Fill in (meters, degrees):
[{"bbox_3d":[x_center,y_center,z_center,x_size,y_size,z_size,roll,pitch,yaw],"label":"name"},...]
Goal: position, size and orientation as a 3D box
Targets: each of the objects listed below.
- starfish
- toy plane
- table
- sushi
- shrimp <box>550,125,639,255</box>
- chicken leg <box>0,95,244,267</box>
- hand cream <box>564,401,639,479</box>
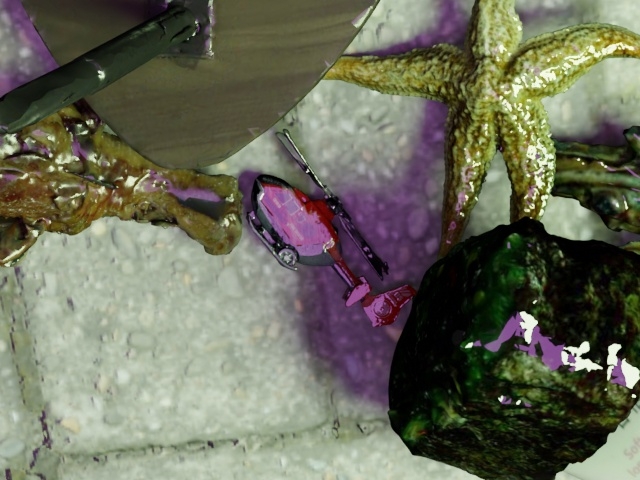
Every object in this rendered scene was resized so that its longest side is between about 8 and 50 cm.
[{"bbox_3d":[0.099,-0.096,0.994,0.217,0.050,0.223,1,87,22],"label":"starfish"},{"bbox_3d":[0.000,0.000,1.042,0.060,0.037,0.145,-40,96,1],"label":"toy plane"},{"bbox_3d":[-0.107,-0.184,0.837,0.317,0.249,0.317,2,96,17],"label":"table"},{"bbox_3d":[0.113,0.069,0.970,0.127,0.225,0.124,17,65,-6],"label":"sushi"},{"bbox_3d":[0.319,-0.085,0.999,0.365,0.071,0.233,2,93,6],"label":"shrimp"},{"bbox_3d":[-0.148,-0.044,1.021,0.196,0.080,0.125,-5,115,-5],"label":"chicken leg"},{"bbox_3d":[0.330,0.168,1.044,0.359,0.118,0.185,32,124,-2],"label":"hand cream"}]
